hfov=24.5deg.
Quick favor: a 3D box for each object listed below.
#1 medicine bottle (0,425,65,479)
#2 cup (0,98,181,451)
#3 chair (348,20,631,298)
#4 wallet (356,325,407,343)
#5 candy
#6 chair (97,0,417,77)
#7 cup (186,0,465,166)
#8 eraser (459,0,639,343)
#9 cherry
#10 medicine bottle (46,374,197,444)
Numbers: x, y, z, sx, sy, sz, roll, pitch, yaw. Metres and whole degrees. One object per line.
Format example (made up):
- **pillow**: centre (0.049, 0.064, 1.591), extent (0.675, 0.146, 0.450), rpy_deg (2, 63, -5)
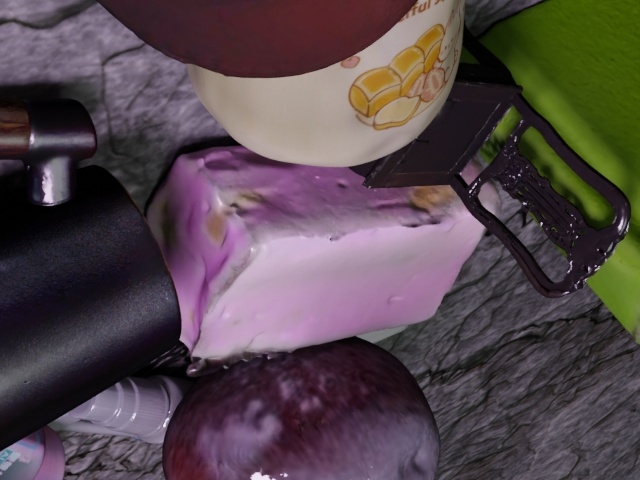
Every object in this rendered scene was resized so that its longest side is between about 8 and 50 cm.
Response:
- **medicine bottle**: centre (-0.281, 0.159, 1.132), extent (0.119, 0.094, 0.188), rpy_deg (-40, 149, 7)
- **cup**: centre (-0.199, 0.025, 0.959), extent (0.177, 0.166, 0.239), rpy_deg (-25, 150, -23)
- **chair**: centre (0.104, -0.063, 1.063), extent (0.113, 0.229, 0.106), rpy_deg (-4, 138, -45)
- **wallet**: centre (0.011, 0.080, 1.367), extent (0.190, 0.033, 0.095), rpy_deg (-19, 145, -26)
- **candy**: centre (0.000, 0.000, 1.160), extent (0.265, 0.115, 0.155), rpy_deg (-9, 141, -36)
- **chair**: centre (-0.068, -0.262, 0.613), extent (0.227, 0.226, 0.401), rpy_deg (-30, 149, -8)
- **cup**: centre (0.013, -0.189, 0.907), extent (0.173, 0.255, 0.202), rpy_deg (12, 142, 5)
- **eraser**: centre (0.249, -0.074, 1.142), extent (0.210, 0.274, 0.092), rpy_deg (-25, 150, -14)
- **cherry**: centre (-0.012, 0.166, 1.234), extent (0.266, 0.183, 0.213), rpy_deg (-19, -168, -40)
- **medicine bottle**: centre (-0.148, 0.155, 1.299), extent (0.092, 0.061, 0.221), rpy_deg (-27, 154, 26)
